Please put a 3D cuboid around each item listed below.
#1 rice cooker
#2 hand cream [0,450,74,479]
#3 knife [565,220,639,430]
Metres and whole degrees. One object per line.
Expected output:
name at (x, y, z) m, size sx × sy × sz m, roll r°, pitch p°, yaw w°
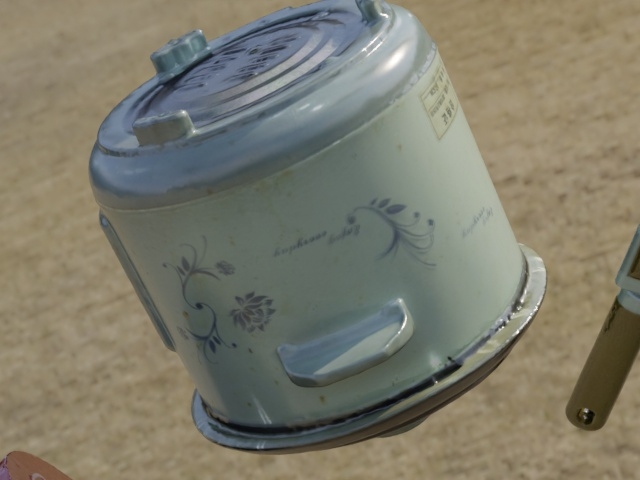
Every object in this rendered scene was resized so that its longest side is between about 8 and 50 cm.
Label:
rice cooker at (0.000, 0.000, 1.038) m, size 0.264 × 0.317 × 0.317 m, roll -24°, pitch 16°, yaw 5°
hand cream at (-0.182, 0.246, 1.016) m, size 0.125 × 0.193 × 0.193 m, roll -43°, pitch 17°, yaw -1°
knife at (0.217, 0.022, 0.959) m, size 0.061 × 0.343 × 0.027 m, roll 22°, pitch 50°, yaw 10°
